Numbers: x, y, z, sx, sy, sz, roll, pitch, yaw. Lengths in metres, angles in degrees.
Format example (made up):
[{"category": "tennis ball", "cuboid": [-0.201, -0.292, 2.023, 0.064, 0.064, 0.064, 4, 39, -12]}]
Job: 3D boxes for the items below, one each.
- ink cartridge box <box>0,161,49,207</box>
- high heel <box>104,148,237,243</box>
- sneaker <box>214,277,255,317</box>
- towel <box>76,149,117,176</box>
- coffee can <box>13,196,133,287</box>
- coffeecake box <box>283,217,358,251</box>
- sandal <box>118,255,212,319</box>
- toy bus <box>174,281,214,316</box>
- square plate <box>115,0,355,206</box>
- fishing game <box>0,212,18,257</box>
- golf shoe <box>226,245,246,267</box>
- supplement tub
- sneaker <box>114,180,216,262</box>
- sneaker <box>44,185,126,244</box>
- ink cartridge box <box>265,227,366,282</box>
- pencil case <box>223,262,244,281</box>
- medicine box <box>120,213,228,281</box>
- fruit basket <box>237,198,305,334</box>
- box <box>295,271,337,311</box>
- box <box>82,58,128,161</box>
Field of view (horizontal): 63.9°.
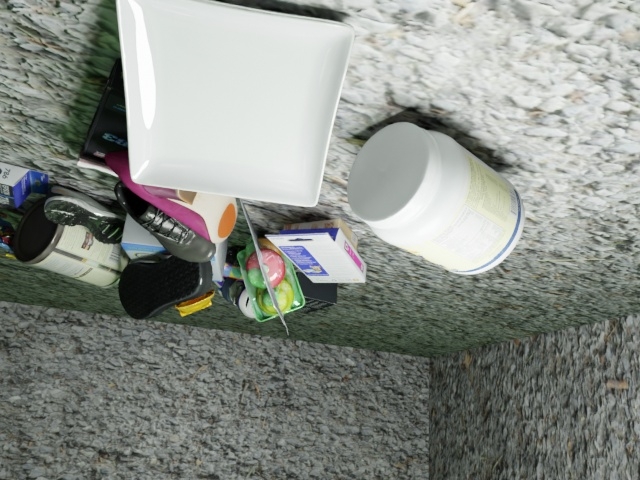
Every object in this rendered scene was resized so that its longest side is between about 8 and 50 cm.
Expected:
[{"category": "ink cartridge box", "cuboid": [-0.887, -0.162, 1.321, 0.332, 0.065, 0.165, 13, 158, -23]}, {"category": "high heel", "cuboid": [-0.309, -0.102, 1.140, 0.181, 0.127, 0.377, 21, 165, 13]}, {"category": "sneaker", "cuboid": [-0.329, 0.203, 1.988, 0.236, 0.130, 0.323, 18, 177, 12]}, {"category": "towel", "cuboid": [-0.472, -0.160, 1.155, 0.144, 0.029, 0.197, 16, -172, -27]}, {"category": "coffee can", "cuboid": [-0.737, 0.014, 1.554, 0.201, 0.202, 0.275, -7, 157, 28]}, {"category": "coffeecake box", "cuboid": [0.000, 0.000, 1.541, 0.185, 0.068, 0.142, -5, 156, 25]}, {"category": "sandal", "cuboid": [-0.429, 0.128, 1.444, 0.445, 0.168, 0.107, -13, 170, 40]}, {"category": "toy bus", "cuboid": [-0.462, 0.148, 1.779, 0.149, 0.220, 0.211, -21, 160, -18]}, {"category": "square plate", "cuboid": [-0.146, -0.220, 0.850, 0.343, 0.049, 0.347, 7, 132, -8]}, {"category": "fishing game", "cuboid": [-0.943, -0.030, 1.533, 0.264, 0.041, 0.189, 43, 178, 26]}, {"category": "golf shoe", "cuboid": [-0.235, 0.068, 1.768, 0.198, 0.077, 0.094, 4, 160, 7]}, {"category": "supplement tub", "cuboid": [0.235, -0.079, 1.043, 0.324, 0.236, 0.235, 22, 153, -38]}, {"category": "sneaker", "cuboid": [-0.375, -0.041, 1.217, 0.286, 0.109, 0.130, 36, 176, -8]}, {"category": "sneaker", "cuboid": [-0.642, -0.076, 1.446, 0.100, 0.108, 0.271, -40, 141, 11]}, {"category": "ink cartridge box", "cuboid": [0.000, 0.035, 1.452, 0.175, 0.069, 0.371, -2, 158, 20]}, {"category": "pencil case", "cuboid": [-0.293, 0.098, 1.834, 0.236, 0.105, 0.104, 15, 157, -23]}, {"category": "medicine box", "cuboid": [-0.423, 0.006, 1.541, 0.263, 0.149, 0.289, 7, 159, -5]}, {"category": "fruit basket", "cuboid": [-0.167, 0.093, 1.480, 0.165, 0.327, 0.353, -21, 160, 1]}, {"category": "box", "cuboid": [-0.074, 0.219, 2.096, 0.184, 0.103, 0.261, 13, 159, -28]}, {"category": "box", "cuboid": [-0.308, -0.210, 1.052, 0.295, 0.074, 0.293, 18, 155, -29]}]
